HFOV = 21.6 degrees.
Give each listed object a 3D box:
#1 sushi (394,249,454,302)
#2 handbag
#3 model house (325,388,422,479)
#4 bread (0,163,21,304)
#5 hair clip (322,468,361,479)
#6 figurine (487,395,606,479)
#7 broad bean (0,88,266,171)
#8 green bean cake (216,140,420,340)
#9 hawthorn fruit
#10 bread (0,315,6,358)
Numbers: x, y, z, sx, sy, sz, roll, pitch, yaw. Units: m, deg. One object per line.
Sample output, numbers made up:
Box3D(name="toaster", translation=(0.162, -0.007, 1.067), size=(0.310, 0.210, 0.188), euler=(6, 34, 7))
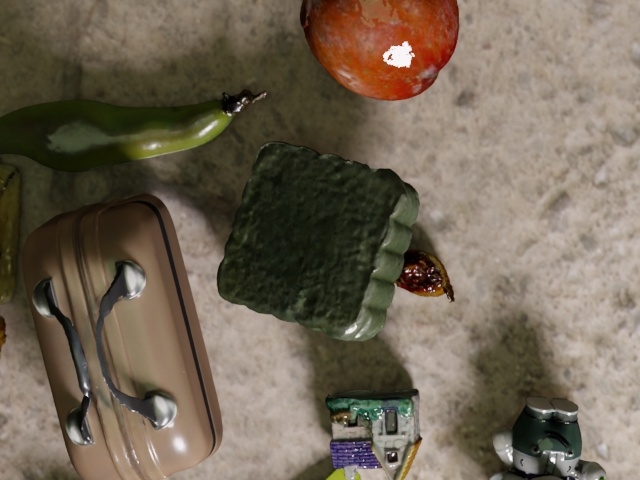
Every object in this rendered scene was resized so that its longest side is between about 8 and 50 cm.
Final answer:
Box3D(name="sushi", translation=(0.103, 0.035, 1.825), size=(0.099, 0.047, 0.050), euler=(13, 94, 8))
Box3D(name="handbag", translation=(-0.208, 0.109, 1.737), size=(0.149, 0.283, 0.301), euler=(-12, 92, 7))
Box3D(name="model house", translation=(0.057, 0.214, 1.818), size=(0.101, 0.088, 0.100), euler=(-1, 91, 8))
Box3D(name="bread", translation=(-0.398, -0.008, 1.808), size=(0.140, 0.160, 0.169), euler=(4, 92, 5))
Box3D(name="hair clip", translation=(-0.019, 0.327, 1.856), size=(0.060, 0.033, 0.188), euler=(38, 95, -1))
Box3D(name="figurine", translation=(0.233, 0.265, 1.793), size=(0.147, 0.126, 0.192), euler=(5, 106, -14))
Box3D(name="broad bean", translation=(-0.214, -0.123, 1.841), size=(0.325, 0.067, 0.075), euler=(-8, 122, 3))
Box3D(name="green bean cake", translation=(0.000, 0.000, 1.789), size=(0.183, 0.094, 0.185), euler=(17, 91, 25))
Box3D(name="hawthorn fruit", translation=(0.066, -0.232, 1.760), size=(0.173, 0.173, 0.172), euler=(0, 93, 5))
Box3D(name="bread", translation=(-0.425, 0.160, 1.861), size=(0.233, 0.076, 0.105), euler=(-39, 77, 12))
